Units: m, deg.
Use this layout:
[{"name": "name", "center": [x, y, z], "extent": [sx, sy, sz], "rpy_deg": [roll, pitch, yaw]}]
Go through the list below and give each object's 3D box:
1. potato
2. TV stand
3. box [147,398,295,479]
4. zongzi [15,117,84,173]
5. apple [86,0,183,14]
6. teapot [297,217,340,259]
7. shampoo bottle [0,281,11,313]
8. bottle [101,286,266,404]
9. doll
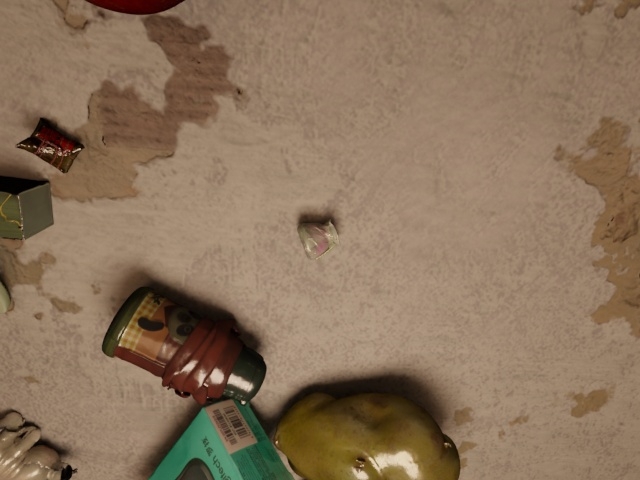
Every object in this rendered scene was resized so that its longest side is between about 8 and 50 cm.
[{"name": "potato", "center": [0.082, 0.395, 0.785], "extent": [0.350, 0.202, 0.218], "rpy_deg": [1, 122, 12]}, {"name": "TV stand", "center": [-0.585, -0.063, 0.651], "extent": [0.269, 0.088, 0.083], "rpy_deg": [6, 109, -6]}, {"name": "box", "center": [-0.216, 0.487, 0.792], "extent": [0.311, 0.205, 0.118], "rpy_deg": [-52, 146, 16]}, {"name": "zongzi", "center": [-0.426, -0.144, 0.634], "extent": [0.067, 0.073, 0.083], "rpy_deg": [-33, 107, 30]}, {"name": "apple", "center": [-0.214, -0.391, 0.419], "extent": [0.288, 0.317, 0.288], "rpy_deg": [-1, 113, -3]}, {"name": "teapot", "center": [0.000, 0.000, 0.707], "extent": [0.064, 0.064, 0.083], "rpy_deg": [-20, 142, -1]}, {"name": "shampoo bottle", "center": [-0.575, 0.050, 0.663], "extent": [0.072, 0.049, 0.212], "rpy_deg": [9, 142, 0]}, {"name": "bottle", "center": [-0.224, 0.192, 0.731], "extent": [0.271, 0.143, 0.156], "rpy_deg": [28, 68, -8]}, {"name": "doll", "center": [-0.612, 0.450, 0.840], "extent": [0.149, 0.095, 0.192], "rpy_deg": [-40, 103, 10]}]
